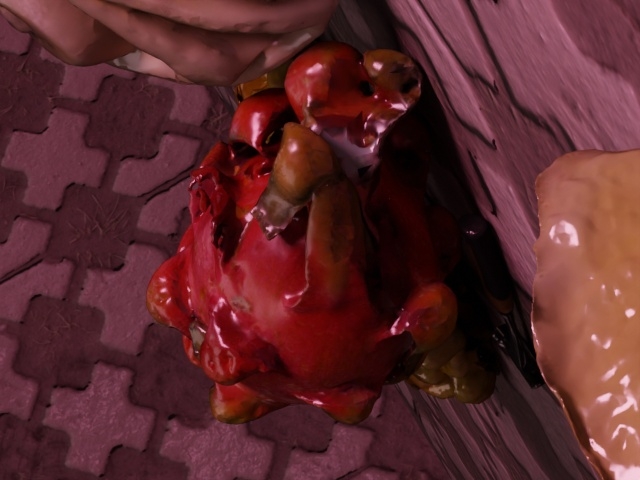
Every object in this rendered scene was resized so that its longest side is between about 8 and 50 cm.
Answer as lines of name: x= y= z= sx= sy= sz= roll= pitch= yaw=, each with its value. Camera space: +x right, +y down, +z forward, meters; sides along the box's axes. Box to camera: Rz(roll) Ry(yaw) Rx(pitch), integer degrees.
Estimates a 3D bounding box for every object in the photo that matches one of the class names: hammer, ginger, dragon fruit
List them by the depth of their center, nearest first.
ginger: x=0.156 y=0.047 z=0.616 sx=0.122 sy=0.115 sz=0.193 roll=39 pitch=-154 yaw=-53
dragon fruit: x=-0.012 y=-0.002 z=1.235 sx=0.243 sy=0.227 sz=0.307 roll=10 pitch=121 yaw=49
hammer: x=0.143 y=0.048 z=1.275 sx=0.078 sy=0.021 sz=0.201 roll=57 pitch=175 yaw=40

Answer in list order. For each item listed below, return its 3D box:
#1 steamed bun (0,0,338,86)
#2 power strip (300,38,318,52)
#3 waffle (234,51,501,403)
steamed bun: x=-0.153 y=-0.259 z=1.153 sx=0.339 sy=0.247 sz=0.352 roll=64 pitch=178 yaw=-19
power strip: x=-0.045 y=-0.227 z=1.572 sx=0.076 sy=0.028 sz=0.169 roll=64 pitch=174 yaw=-33
waffle: x=0.039 y=-0.009 z=1.557 sx=0.382 sy=0.095 sz=0.379 roll=58 pitch=-179 yaw=18
